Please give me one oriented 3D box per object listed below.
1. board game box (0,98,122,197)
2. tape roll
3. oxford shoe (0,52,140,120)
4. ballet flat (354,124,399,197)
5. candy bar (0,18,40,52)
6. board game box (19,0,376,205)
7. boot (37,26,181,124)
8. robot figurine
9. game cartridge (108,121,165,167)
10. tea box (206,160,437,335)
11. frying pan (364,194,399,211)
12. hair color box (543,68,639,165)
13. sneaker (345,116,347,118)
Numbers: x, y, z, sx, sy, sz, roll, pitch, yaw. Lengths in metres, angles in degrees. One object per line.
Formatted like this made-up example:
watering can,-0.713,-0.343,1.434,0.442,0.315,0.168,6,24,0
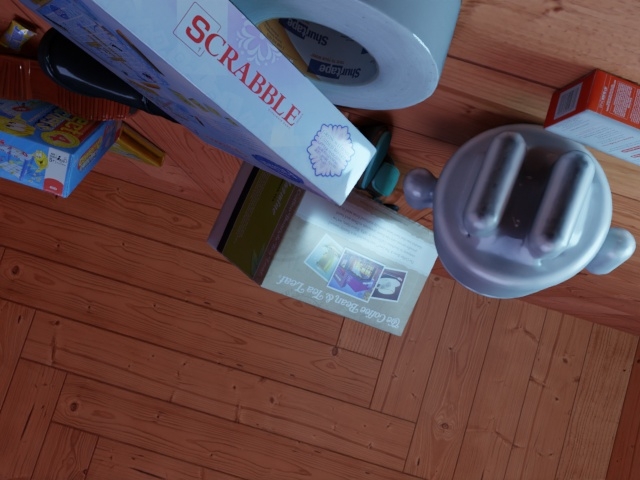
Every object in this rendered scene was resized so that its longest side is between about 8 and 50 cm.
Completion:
board game box,-0.557,-0.226,0.989,0.302,0.086,0.308,18,-152,-12
tape roll,0.006,-0.194,0.471,0.219,0.072,0.219,16,174,2
oxford shoe,-0.460,-0.288,0.974,0.271,0.097,0.098,12,-155,-17
ballet flat,0.065,-0.128,0.877,0.096,0.095,0.280,28,177,13
candy bar,-0.493,-0.333,0.875,0.040,0.018,0.161,21,172,-39
board game box,-0.149,-0.177,0.493,0.318,0.066,0.318,37,176,-40
boot,-0.231,-0.222,0.764,0.207,0.094,0.246,18,-178,27
robot figurine,0.253,-0.026,0.721,0.300,0.200,0.353,25,176,14
game cartridge,-0.629,-0.297,1.480,0.323,0.053,0.285,15,174,7
tea box,0.000,0.000,1.072,0.329,0.220,0.323,24,-178,-32
frying pan,0.096,-0.092,1.334,0.197,0.053,0.326,16,173,7
hair color box,0.304,-0.113,0.526,0.141,0.043,0.072,19,174,-9
sneaker,-0.054,-0.184,0.804,0.126,0.091,0.240,43,161,-32
